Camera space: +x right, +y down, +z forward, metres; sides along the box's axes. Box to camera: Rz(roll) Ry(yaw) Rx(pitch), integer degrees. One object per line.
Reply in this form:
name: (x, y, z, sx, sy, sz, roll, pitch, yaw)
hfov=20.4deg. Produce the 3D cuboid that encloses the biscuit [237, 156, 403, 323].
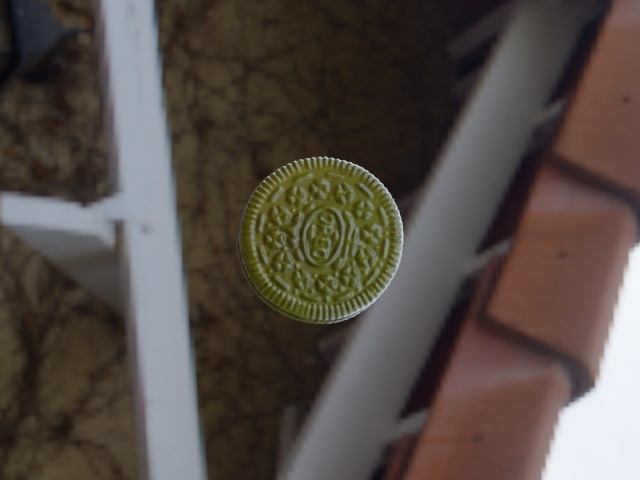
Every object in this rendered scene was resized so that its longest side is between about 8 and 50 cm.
biscuit: (0.000, 0.000, 0.892, 0.023, 0.084, 0.084, 111, -28, -76)
